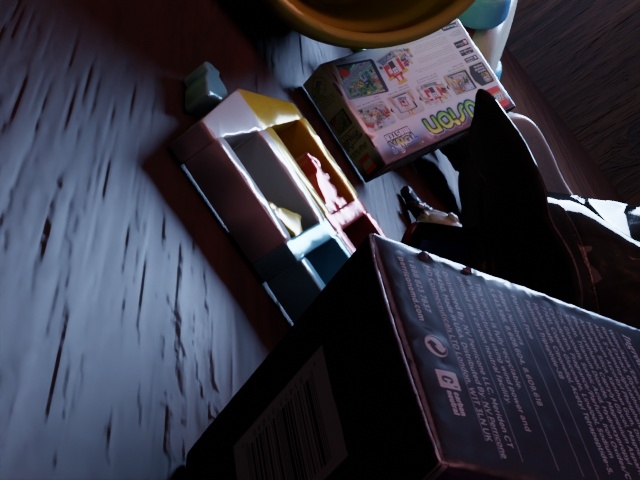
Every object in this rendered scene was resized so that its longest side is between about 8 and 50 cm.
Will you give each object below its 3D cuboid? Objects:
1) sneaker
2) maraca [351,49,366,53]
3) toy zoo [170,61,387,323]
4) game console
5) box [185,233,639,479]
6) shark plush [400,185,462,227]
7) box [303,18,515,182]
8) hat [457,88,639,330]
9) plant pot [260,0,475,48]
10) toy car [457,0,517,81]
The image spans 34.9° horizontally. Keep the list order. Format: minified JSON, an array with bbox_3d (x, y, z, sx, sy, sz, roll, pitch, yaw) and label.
[{"bbox_3d":[0.232,-0.058,1.229,0.296,0.104,0.147,60,-2,-36],"label":"sneaker"},{"bbox_3d":[0.091,-0.165,1.091,0.185,0.099,0.127,24,33,-46],"label":"maraca"},{"bbox_3d":[0.000,0.000,0.705,0.293,0.030,0.192,56,19,1],"label":"toy zoo"},{"bbox_3d":[0.082,0.064,0.612,0.124,0.085,0.144,54,18,16],"label":"game console"},{"bbox_3d":[0.070,0.109,0.426,0.207,0.153,0.108,18,37,-28],"label":"box"},{"bbox_3d":[0.114,0.012,0.973,0.161,0.073,0.067,43,-10,32],"label":"shark plush"},{"bbox_3d":[0.091,-0.141,0.995,0.207,0.036,0.114,-26,81,-39],"label":"box"},{"bbox_3d":[0.177,0.049,0.674,0.331,0.134,0.331,-5,90,-90],"label":"hat"},{"bbox_3d":[0.031,-0.310,0.980,0.254,0.254,0.239,51,0,-11],"label":"plant pot"},{"bbox_3d":[0.117,-0.275,1.283,0.238,0.219,0.210,17,47,11],"label":"toy car"}]
